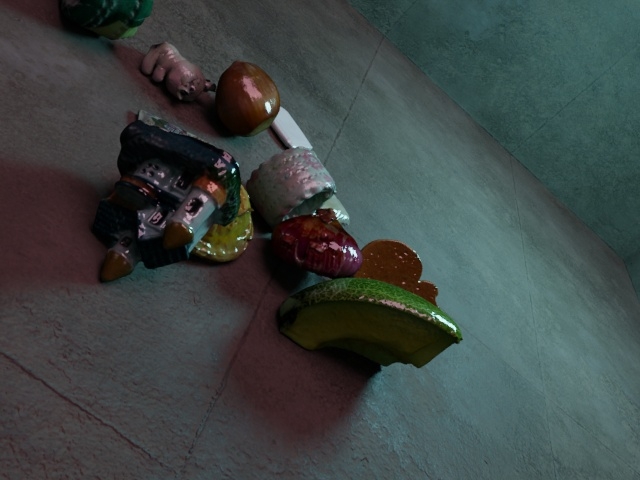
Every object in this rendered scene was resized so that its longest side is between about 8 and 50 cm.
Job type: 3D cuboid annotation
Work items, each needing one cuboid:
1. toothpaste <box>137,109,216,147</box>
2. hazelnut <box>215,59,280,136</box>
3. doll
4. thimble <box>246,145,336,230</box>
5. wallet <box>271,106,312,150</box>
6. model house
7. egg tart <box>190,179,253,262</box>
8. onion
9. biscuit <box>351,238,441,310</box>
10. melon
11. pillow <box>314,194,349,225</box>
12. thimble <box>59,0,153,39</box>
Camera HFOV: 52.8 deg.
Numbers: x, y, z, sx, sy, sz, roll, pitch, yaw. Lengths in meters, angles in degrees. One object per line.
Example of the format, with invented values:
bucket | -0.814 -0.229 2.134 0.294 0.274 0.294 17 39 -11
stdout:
toothpaste | -0.345 -0.255 1.599 0.233 0.038 0.060 24 35 -29
hazelnut | -0.204 -0.394 1.786 0.214 0.176 0.214 -9 90 -81
doll | -0.382 -0.450 1.730 0.192 0.095 0.149 43 28 0
thimble | -0.071 -0.135 1.627 0.149 0.211 0.185 55 -13 14
wallet | -0.108 -0.351 2.017 0.183 0.032 0.124 54 31 16
model house | -0.318 -0.047 1.208 0.253 0.184 0.291 25 64 9
egg tart | -0.257 -0.086 1.434 0.290 0.115 0.290 31 32 -22
onion | 0.000 0.000 1.546 0.230 0.163 0.230 27 3 -2
biscuit | 0.204 0.128 1.703 0.288 0.202 0.044 47 -8 -10
melon | 0.090 0.182 1.471 0.343 0.226 0.331 31 -6 -26
pillow | -0.009 -0.095 1.815 0.229 0.051 0.128 -1 49 -52
thimble | -0.534 -0.654 1.620 0.167 0.254 0.288 14 40 -44
